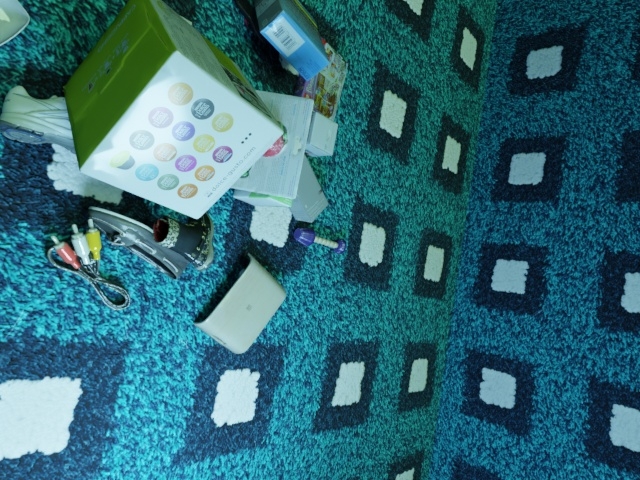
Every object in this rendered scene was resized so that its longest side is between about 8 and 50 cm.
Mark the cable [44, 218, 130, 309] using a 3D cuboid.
[{"bbox_3d":[-0.616,0.088,1.166,0.139,0.072,0.288,-30,118,-26],"label":"cable"}]

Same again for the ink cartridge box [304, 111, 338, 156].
[{"bbox_3d":[-0.045,-0.395,1.650,0.127,0.176,0.128,15,83,-47],"label":"ink cartridge box"}]

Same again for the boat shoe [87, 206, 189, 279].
[{"bbox_3d":[-0.511,0.015,1.244,0.335,0.112,0.096,37,63,-46],"label":"boat shoe"}]

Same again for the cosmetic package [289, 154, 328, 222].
[{"bbox_3d":[-0.079,-0.202,1.690,0.127,0.107,0.238,-49,130,-28],"label":"cosmetic package"}]

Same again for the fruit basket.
[{"bbox_3d":[-0.220,-0.315,1.376,0.352,0.165,0.328,10,85,-4],"label":"fruit basket"}]

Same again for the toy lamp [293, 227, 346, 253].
[{"bbox_3d":[0.000,0.000,1.813,0.274,0.080,0.080,14,84,-46],"label":"toy lamp"}]

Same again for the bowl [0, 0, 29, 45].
[{"bbox_3d":[-0.752,-0.509,0.971,0.142,0.053,0.142,53,57,-36],"label":"bowl"}]

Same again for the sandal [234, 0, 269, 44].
[{"bbox_3d":[-0.237,-0.761,1.513,0.179,0.040,0.067,53,51,-19],"label":"sandal"}]

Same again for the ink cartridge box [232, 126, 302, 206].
[{"bbox_3d":[-0.174,-0.262,1.510,0.114,0.198,0.273,20,80,-47],"label":"ink cartridge box"}]

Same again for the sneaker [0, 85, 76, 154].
[{"bbox_3d":[-0.626,-0.290,1.096,0.297,0.110,0.130,14,72,-50],"label":"sneaker"}]

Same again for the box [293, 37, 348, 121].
[{"bbox_3d":[0.003,-0.636,1.762,0.200,0.057,0.294,25,76,-46],"label":"box"}]

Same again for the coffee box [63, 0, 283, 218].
[{"bbox_3d":[-0.367,-0.321,1.074,0.337,0.338,0.334,-42,145,16],"label":"coffee box"}]

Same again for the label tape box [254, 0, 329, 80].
[{"bbox_3d":[-0.111,-0.772,1.558,0.249,0.115,0.348,33,32,-44],"label":"label tape box"}]

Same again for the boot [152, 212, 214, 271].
[{"bbox_3d":[-0.402,-0.039,1.289,0.178,0.085,0.237,41,24,-48],"label":"boot"}]

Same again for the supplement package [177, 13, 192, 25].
[{"bbox_3d":[-0.450,-0.551,1.196,0.105,0.179,0.105,14,85,-47],"label":"supplement package"}]

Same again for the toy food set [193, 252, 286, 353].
[{"bbox_3d":[-0.277,0.226,1.549,0.306,0.092,0.220,-54,130,-18],"label":"toy food set"}]
